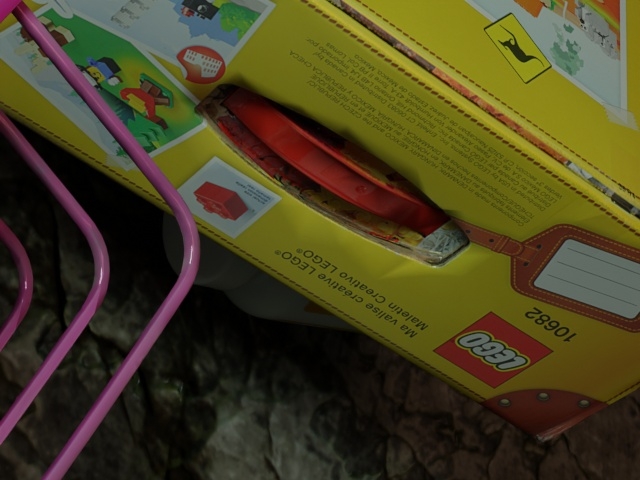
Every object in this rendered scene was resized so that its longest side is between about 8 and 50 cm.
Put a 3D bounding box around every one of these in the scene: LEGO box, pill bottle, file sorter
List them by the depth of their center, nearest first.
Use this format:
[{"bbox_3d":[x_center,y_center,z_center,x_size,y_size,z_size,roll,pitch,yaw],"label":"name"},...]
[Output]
[{"bbox_3d":[-0.234,0.023,0.863,0.182,0.290,0.202,54,49,-24],"label":"file sorter"},{"bbox_3d":[0.025,-0.165,1.114,0.500,0.193,0.372,33,41,-24],"label":"LEGO box"},{"bbox_3d":[0.000,0.000,1.213,0.208,0.117,0.118,11,72,-41],"label":"pill bottle"}]
